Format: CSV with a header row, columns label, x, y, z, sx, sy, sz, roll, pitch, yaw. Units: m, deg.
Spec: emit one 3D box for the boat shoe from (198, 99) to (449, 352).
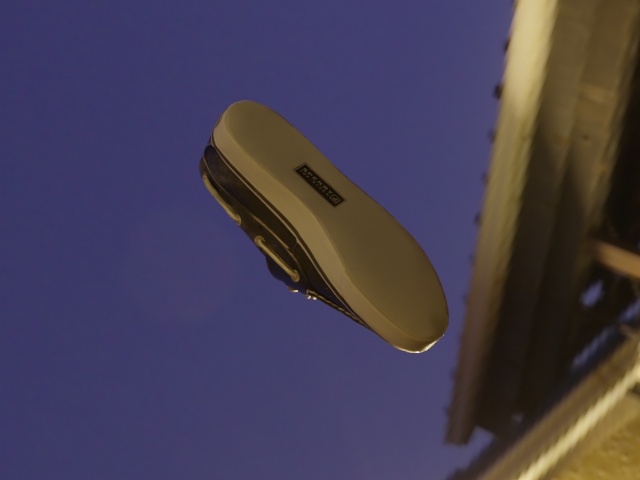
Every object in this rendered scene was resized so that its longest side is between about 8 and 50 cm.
label,x,y,z,sx,sy,sz,roll,pitch,yaw
boat shoe,0.000,0.000,1.052,0.078,0.219,0.070,-24,-24,-45
